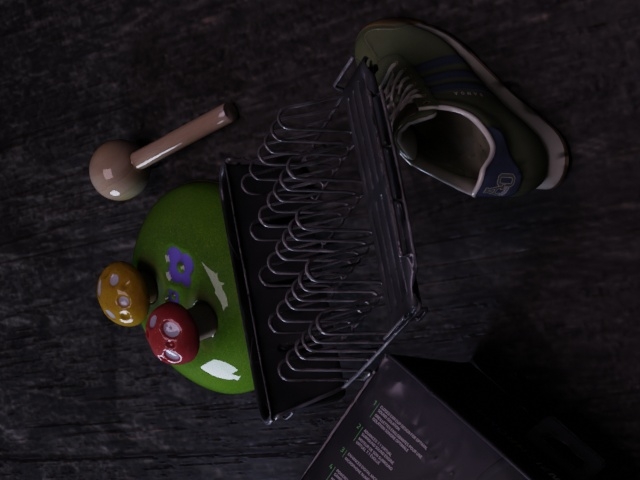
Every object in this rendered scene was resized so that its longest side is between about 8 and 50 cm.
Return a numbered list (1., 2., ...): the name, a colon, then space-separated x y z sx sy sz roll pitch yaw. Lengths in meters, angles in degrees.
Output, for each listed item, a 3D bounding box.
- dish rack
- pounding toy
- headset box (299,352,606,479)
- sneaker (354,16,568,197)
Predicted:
1. dish rack: 0.000 0.000 1.262 0.271 0.074 0.208 127 134 -67
2. pounding toy: -0.126 0.025 1.456 0.183 0.110 0.237 -15 94 47
3. headset box: 0.091 0.247 1.234 0.246 0.131 0.283 40 104 29
4. sneaker: 0.076 -0.091 1.224 0.192 0.086 0.064 40 129 29
